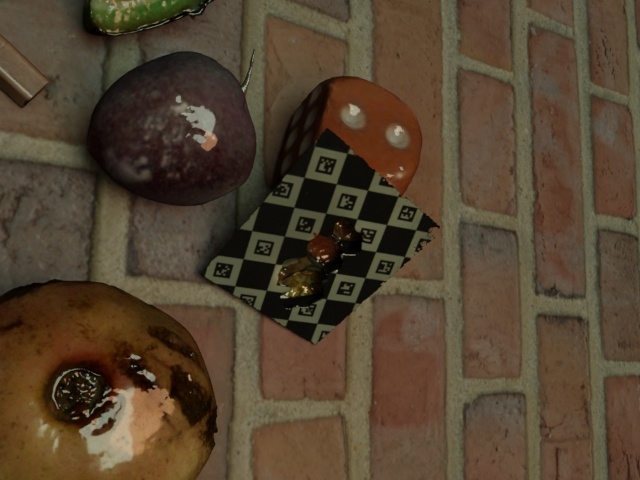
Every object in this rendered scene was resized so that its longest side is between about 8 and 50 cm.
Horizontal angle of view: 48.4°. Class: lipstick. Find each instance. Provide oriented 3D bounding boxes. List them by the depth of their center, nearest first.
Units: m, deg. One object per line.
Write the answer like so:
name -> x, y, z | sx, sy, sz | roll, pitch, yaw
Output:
lipstick -> -0.427, -0.243, 0.926 | 0.145, 0.045, 0.045 | 45, 59, -20

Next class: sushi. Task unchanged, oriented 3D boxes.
sushi -> 0.000, 0.000, 1.092 | 0.264, 0.050, 0.290 | 36, 107, -30

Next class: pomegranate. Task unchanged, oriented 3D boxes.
pomegranate -> -0.280, 0.197, 0.816 | 0.322, 0.322, 0.321 | 6, 79, -34

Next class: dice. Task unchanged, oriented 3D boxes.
dice -> 0.043, -0.144, 1.135 | 0.179, 0.174, 0.174 | 28, 58, -19

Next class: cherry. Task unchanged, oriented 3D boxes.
cherry -> -0.191, -0.154, 0.993 | 0.266, 0.183, 0.213 | -20, 85, -19

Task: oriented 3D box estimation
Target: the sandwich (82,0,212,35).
sandwich -> -0.276, -0.446, 0.993 | 0.250, 0.162, 0.301 | -38, 135, -20

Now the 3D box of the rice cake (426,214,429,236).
rice cake -> 0.117, -0.035, 1.272 | 0.211, 0.034, 0.043 | 5, 81, -34
